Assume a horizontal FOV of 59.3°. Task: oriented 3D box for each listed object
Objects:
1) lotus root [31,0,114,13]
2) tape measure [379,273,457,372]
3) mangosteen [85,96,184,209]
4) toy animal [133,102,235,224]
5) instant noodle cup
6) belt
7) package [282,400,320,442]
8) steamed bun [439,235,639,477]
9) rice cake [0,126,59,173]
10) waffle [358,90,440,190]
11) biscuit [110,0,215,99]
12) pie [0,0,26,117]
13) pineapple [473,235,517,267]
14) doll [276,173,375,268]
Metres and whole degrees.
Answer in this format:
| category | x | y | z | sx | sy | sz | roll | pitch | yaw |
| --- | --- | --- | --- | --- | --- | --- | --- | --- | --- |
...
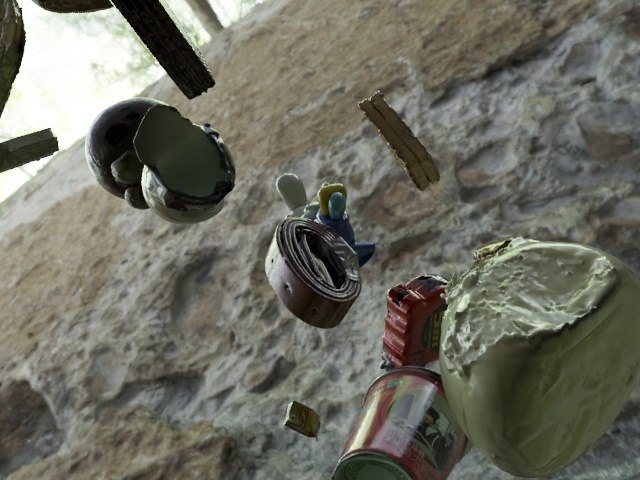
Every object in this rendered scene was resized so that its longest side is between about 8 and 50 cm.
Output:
| category | x | y | z | sx | sy | sz | roll | pitch | yaw |
| --- | --- | --- | --- | --- | --- | --- | --- | --- | --- |
| lotus root | -0.549 | -0.571 | 1.228 | 0.260 | 0.128 | 0.145 | -3 | -108 | -9 |
| tape measure | 0.280 | 0.217 | 1.504 | 0.260 | 0.253 | 0.114 | -13 | -151 | -29 |
| mangosteen | -0.478 | -0.222 | 1.509 | 0.300 | 0.300 | 0.300 | -23 | -139 | 21 |
| toy animal | -0.220 | -0.111 | 0.906 | 0.138 | 0.166 | 0.179 | -19 | 171 | -22 |
| instant noodle cup | 0.143 | 0.388 | 1.027 | 0.243 | 0.244 | 0.255 | -15 | -174 | 29 |
| belt | -0.014 | 0.063 | 1.223 | 0.105 | 0.184 | 0.261 | -66 | -145 | 34 |
| package | -0.044 | 0.530 | 1.647 | 0.047 | 0.131 | 0.071 | -42 | -158 | 37 |
| steamed bun | 0.308 | 0.167 | 0.844 | 0.333 | 0.312 | 0.233 | -23 | -150 | -24 |
| rice cake | -0.614 | -0.155 | 1.066 | 0.052 | 0.057 | 0.256 | 26 | -144 | 18 |
| waffle | 0.259 | -0.317 | 1.815 | 0.091 | 0.213 | 0.308 | -35 | -116 | 9 |
| biscuit | -0.316 | -0.418 | 0.994 | 0.073 | 0.388 | 0.107 | -30 | -125 | 3 |
| pie | -0.676 | -0.358 | 1.120 | 0.339 | 0.077 | 0.339 | -4 | -96 | 43 |
| pineapple | 0.553 | 0.131 | 1.636 | 0.157 | 0.279 | 0.158 | -21 | -176 | 1 |
| doll | -0.007 | 0.005 | 1.474 | 0.187 | 0.376 | 0.365 | -35 | -168 | -18 |
